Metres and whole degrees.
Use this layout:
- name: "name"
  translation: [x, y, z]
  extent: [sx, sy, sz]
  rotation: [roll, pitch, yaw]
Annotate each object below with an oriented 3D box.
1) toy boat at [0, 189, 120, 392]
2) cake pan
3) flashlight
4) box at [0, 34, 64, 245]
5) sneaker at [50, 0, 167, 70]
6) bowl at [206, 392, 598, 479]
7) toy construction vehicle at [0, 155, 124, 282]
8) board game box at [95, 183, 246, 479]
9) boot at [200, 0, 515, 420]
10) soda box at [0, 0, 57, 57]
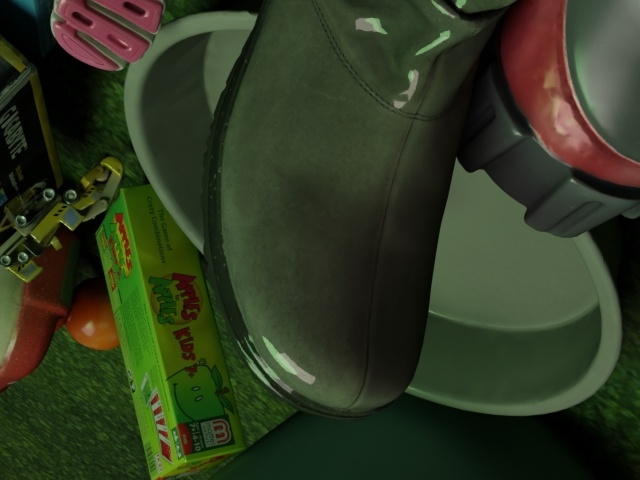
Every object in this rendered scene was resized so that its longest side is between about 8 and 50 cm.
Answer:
- name: "toy boat"
  translation: [-0.218, 0.050, 0.976]
  extent: [0.151, 0.151, 0.231]
  rotation: [14, 161, -24]
- name: "cake pan"
  translation: [0.030, -0.019, 0.650]
  extent: [0.293, 0.054, 0.293]
  rotation: [27, 151, 16]
- name: "flashlight"
  translation: [0.142, -0.098, 0.358]
  extent: [0.103, 0.103, 0.304]
  rotation: [19, 155, -14]
- name: "box"
  translation: [-0.297, -0.140, 0.713]
  extent: [0.322, 0.079, 0.257]
  rotation: [41, 165, 1]
- name: "sneaker"
  translation: [-0.075, -0.158, 0.544]
  extent: [0.063, 0.075, 0.170]
  rotation: [16, 135, -18]
- name: "bowl"
  translation: [0.076, 0.201, 0.826]
  extent: [0.311, 0.163, 0.311]
  rotation: [27, 152, 16]
- name: "toy construction vehicle"
  translation: [-0.169, -0.012, 0.819]
  extent: [0.035, 0.098, 0.086]
  rotation: [44, 166, 1]
- name: "board game box"
  translation: [-0.102, 0.062, 0.820]
  extent: [0.092, 0.043, 0.181]
  rotation: [-42, 60, 61]
- name: "boot"
  translation: [0.034, -0.068, 0.394]
  extent: [0.083, 0.246, 0.161]
  rotation: [9, 168, -27]
- name: "soda box"
  translation: [-0.147, -0.185, 0.574]
  extent: [0.071, 0.067, 0.210]
  rotation: [30, 153, 11]
